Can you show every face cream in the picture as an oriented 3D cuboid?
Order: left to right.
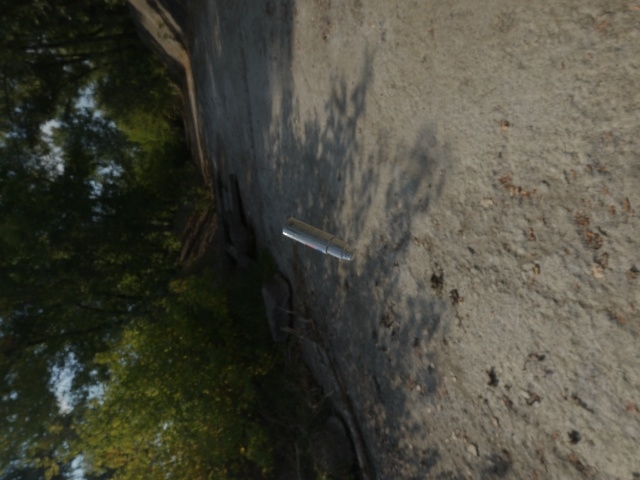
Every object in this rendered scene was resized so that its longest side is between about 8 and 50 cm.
[{"bbox_3d":[0.000,0.000,0.671,0.130,0.034,0.034,23,136,19],"label":"face cream"}]
